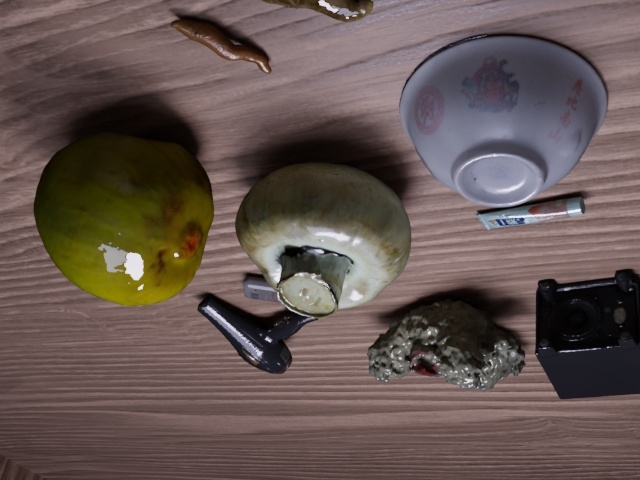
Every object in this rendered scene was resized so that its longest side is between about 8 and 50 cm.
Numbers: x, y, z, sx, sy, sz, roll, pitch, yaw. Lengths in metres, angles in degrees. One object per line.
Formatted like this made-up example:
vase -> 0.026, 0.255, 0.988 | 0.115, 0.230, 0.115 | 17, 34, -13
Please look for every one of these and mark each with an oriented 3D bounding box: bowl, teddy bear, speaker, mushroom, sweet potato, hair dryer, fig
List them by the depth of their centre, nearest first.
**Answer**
sweet potato -> -0.156, -0.315, 1.313 | 0.179, 0.044, 0.044 | 22, 146, -18
bowl -> 0.294, -0.157, 1.335 | 0.345, 0.157, 0.345 | 6, 147, 4
fig -> -0.380, -0.050, 1.529 | 0.343, 0.343, 0.343 | 7, 147, 4
mushroom -> 0.000, 0.000, 1.558 | 0.352, 0.260, 0.352 | 11, 146, 8
speaker -> 0.608, 0.213, 1.801 | 0.232, 0.184, 0.254 | -10, 139, 27
teddy bear -> 0.351, 0.284, 1.960 | 0.367, 0.224, 0.357 | 29, 157, -31
hair dryer -> -0.109, 0.194, 2.073 | 0.359, 0.120, 0.304 | -29, 117, 31

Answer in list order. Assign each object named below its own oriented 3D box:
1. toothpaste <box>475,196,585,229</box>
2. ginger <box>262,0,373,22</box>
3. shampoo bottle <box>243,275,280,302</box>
toothpaste -> 0.408, -0.051, 1.582 | 0.205, 0.036, 0.056 | -10, 142, 34
ginger -> 0.040, -0.390, 1.111 | 0.166, 0.080, 0.333 | 40, 135, -21
shampoo bottle -> -0.103, 0.123, 1.977 | 0.165, 0.040, 0.080 | 7, 146, 3
